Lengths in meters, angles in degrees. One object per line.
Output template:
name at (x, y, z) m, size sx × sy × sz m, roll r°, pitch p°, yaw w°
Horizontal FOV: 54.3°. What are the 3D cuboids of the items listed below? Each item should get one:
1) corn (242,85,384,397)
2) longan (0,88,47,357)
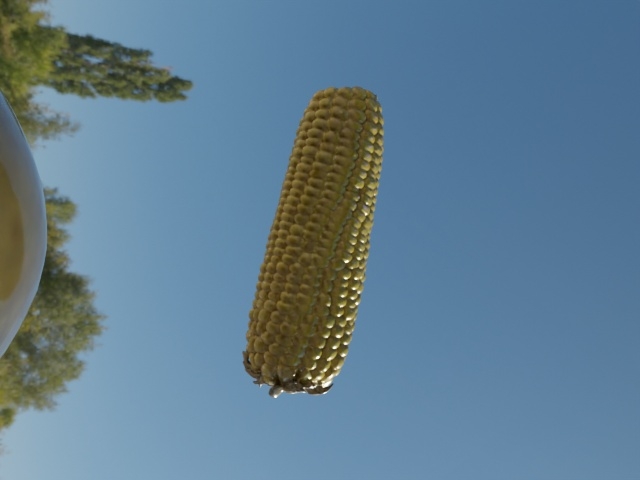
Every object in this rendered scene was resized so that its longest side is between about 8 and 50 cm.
corn at (0.000, 0.000, 0.618) m, size 0.106 × 0.106 × 0.305 m, roll 11°, pitch -91°, yaw 57°
longan at (-0.333, -0.028, 0.319) m, size 0.361 × 0.361 × 0.361 m, roll -13°, pitch -106°, yaw 56°
